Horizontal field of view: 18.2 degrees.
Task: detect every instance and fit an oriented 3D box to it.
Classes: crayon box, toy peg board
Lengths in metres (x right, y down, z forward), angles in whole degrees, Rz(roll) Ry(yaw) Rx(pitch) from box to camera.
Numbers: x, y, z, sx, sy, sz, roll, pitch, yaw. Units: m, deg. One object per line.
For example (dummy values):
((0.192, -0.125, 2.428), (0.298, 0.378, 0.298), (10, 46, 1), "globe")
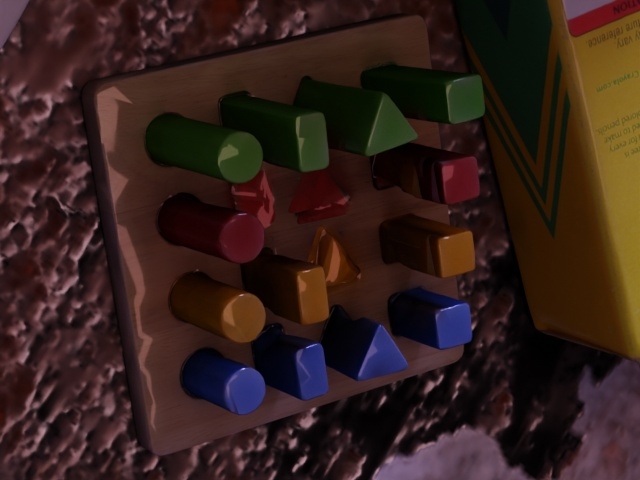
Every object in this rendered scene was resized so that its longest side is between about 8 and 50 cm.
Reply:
((0.173, -0.085, 0.919), (0.202, 0.081, 0.318), (-23, 109, -25), "crayon box")
((0.000, 0.000, 0.832), (0.161, 0.079, 0.160), (-15, 106, -27), "toy peg board")

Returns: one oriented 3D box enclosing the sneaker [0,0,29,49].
((-0.212, -0.054, 0.687), (0.153, 0.094, 0.235), (36, 80, -29), "sneaker")
